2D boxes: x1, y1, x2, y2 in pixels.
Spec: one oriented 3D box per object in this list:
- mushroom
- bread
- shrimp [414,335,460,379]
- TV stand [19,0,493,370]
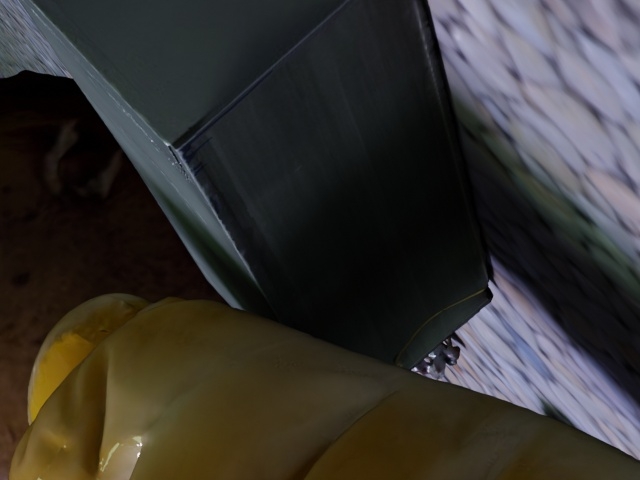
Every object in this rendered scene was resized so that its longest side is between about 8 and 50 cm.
[{"bbox_3d":[-0.162,0.057,1.153,0.331,0.334,0.356,40,159,4],"label":"mushroom"},{"bbox_3d":[0.036,0.115,0.578,0.311,0.121,0.173,19,164,31],"label":"bread"},{"bbox_3d":[0.000,0.000,0.869,0.166,0.049,0.161,48,177,5],"label":"shrimp"},{"bbox_3d":[-0.011,-0.029,0.601,0.088,0.083,0.269,45,172,21],"label":"TV stand"}]
